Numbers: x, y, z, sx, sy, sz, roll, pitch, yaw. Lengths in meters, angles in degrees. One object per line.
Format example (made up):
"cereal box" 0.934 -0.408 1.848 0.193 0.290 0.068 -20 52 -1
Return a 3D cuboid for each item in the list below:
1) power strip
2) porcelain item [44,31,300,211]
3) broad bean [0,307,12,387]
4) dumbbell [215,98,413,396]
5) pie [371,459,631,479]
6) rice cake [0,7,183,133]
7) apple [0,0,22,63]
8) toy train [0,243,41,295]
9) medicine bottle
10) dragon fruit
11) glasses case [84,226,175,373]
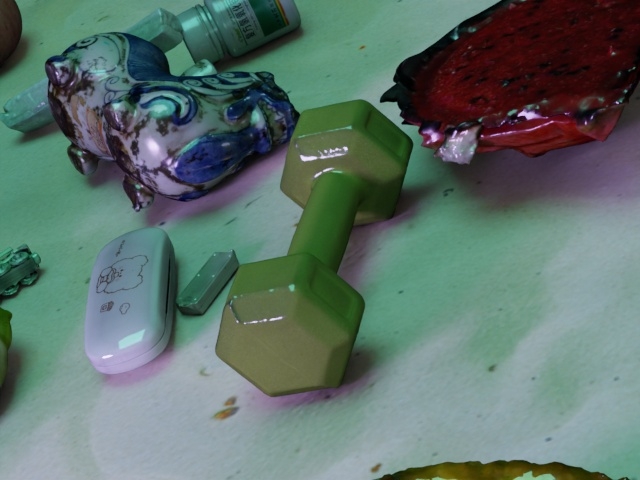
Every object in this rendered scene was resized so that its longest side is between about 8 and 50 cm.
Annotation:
"power strip" -0.100 0.037 1.484 0.027 0.017 0.083 4 41 36
"porcelain item" -0.161 -0.139 1.683 0.186 0.138 0.288 -26 31 -24
"broad bean" -0.337 0.120 1.471 0.124 0.082 0.174 -13 43 19
"dumbbell" 0.000 0.000 1.386 0.108 0.121 0.302 -39 21 36
"pie" 0.107 0.249 0.964 0.315 0.092 0.315 -13 35 9
"rice cake" -0.259 -0.188 1.848 0.245 0.045 0.042 -28 67 23
"apple" -0.457 -0.274 2.095 0.153 0.120 0.153 -17 32 11
"toy train" -0.317 0.035 1.620 0.083 0.033 0.053 -35 29 -17
"medicine bottle" -0.095 -0.250 1.851 0.130 0.080 0.080 -26 31 -4
"dragon fruit" 0.205 -0.157 1.488 0.282 0.100 0.343 -3 33 33
"glasses case" -0.170 0.051 1.479 0.074 0.049 0.193 -18 33 9
